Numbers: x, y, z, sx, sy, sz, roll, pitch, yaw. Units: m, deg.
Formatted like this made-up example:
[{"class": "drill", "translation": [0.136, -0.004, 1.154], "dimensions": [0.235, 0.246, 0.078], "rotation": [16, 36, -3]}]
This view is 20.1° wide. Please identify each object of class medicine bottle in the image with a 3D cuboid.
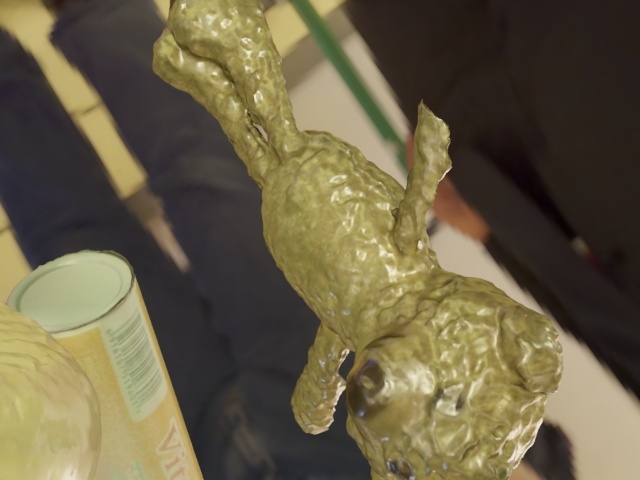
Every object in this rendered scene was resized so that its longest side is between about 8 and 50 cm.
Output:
[{"class": "medicine bottle", "translation": [-0.123, 0.202, 1.330], "dimensions": [0.108, 0.108, 0.426], "rotation": [-25, 124, -17]}]

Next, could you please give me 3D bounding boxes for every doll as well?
[{"class": "doll", "translation": [0.010, -0.010, 0.851], "dimensions": [0.091, 0.286, 0.202], "rotation": [-2, 164, -44]}]

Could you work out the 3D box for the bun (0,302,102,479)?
[{"class": "bun", "translation": [-0.290, 0.098, 0.848], "dimensions": [0.361, 0.361, 0.213], "rotation": [12, 100, -58]}]
